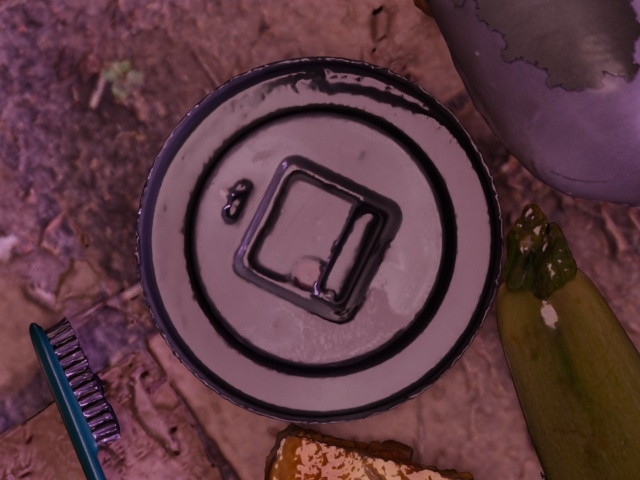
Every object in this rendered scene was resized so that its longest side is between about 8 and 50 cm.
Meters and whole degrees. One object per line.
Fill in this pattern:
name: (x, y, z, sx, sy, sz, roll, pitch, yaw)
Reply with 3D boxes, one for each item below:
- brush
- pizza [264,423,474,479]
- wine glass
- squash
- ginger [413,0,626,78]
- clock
brush: (-0.125, 0.134, 0.976, 0.032, 0.043, 0.193, -24, 87, -13)
pizza: (0.043, 0.178, 0.952, 0.134, 0.046, 0.175, -19, 86, 5)
wine glass: (0.177, -0.047, 0.862, 0.143, 0.143, 0.321, -37, 100, 3)
squash: (0.144, 0.065, 0.935, 0.090, 0.075, 0.200, -17, 108, 23)
ginger: (0.189, -0.138, 0.927, 0.290, 0.122, 0.084, 1, 47, 15)
clock: (0.000, 0.000, 0.967, 0.215, 0.042, 0.214, 0, 88, 6)
